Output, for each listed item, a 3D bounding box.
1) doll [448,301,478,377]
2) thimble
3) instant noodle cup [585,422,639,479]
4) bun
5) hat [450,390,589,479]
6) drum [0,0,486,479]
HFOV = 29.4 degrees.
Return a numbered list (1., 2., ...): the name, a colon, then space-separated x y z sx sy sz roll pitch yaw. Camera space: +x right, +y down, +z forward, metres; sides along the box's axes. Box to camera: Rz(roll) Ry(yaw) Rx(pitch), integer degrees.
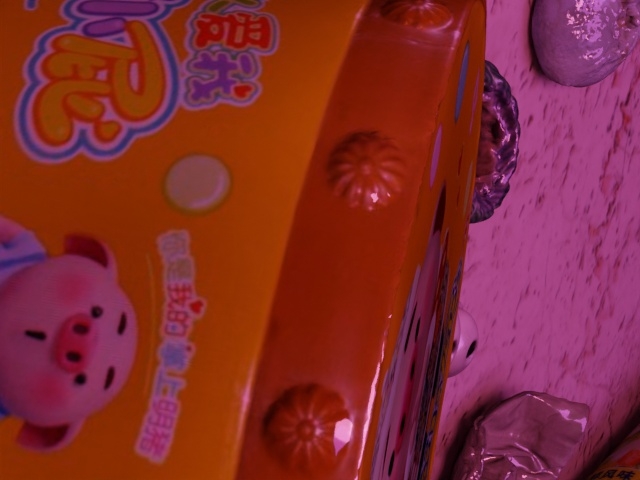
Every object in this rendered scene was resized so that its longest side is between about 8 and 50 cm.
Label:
1. doll: 0.059 0.167 1.007 0.160 0.094 0.365 6 97 -59
2. thimble: 0.100 -0.083 0.977 0.118 0.090 0.135 -37 128 -46
3. instant noodle cup: 0.449 0.331 1.507 0.312 0.284 0.284 -23 120 -40
4. bun: 0.261 -0.213 1.170 0.141 0.083 0.140 -21 118 -47
5. hat: 0.181 0.272 1.251 0.244 0.149 0.214 117 -5 -60
6. drum: -0.057 0.073 0.569 0.431 0.214 0.430 8 90 -80
